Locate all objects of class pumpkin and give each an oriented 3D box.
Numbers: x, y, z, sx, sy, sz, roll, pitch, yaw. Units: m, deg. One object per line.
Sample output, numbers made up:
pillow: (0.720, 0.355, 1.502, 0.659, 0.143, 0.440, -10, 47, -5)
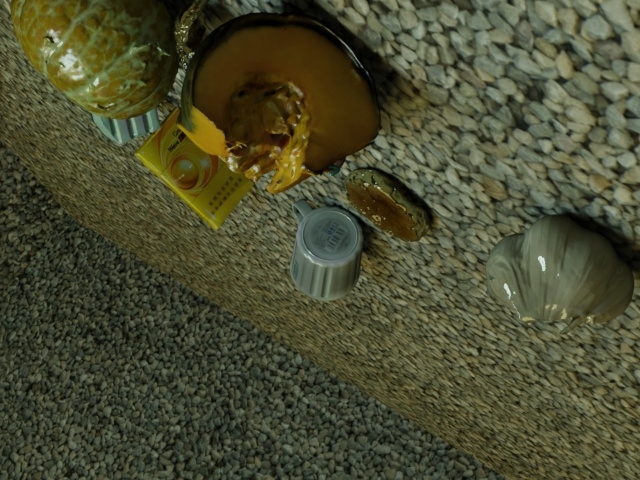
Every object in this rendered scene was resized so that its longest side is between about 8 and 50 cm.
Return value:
pumpkin: (-0.066, -0.215, 1.451, 0.303, 0.256, 0.225, 34, 160, -11)

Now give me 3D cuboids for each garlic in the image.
garlic: (0.377, 0.040, 1.437, 0.230, 0.178, 0.142, 13, 125, 12)

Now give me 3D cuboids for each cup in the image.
cup: (-0.006, 0.013, 2.085, 0.221, 0.167, 0.202, 32, 159, 10)

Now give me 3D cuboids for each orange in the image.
orange: (-0.401, -0.375, 1.674, 0.329, 0.249, 0.329, 49, -178, -3)

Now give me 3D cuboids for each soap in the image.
soap: (-0.456, -0.340, 2.051, 0.091, 0.145, 0.230, 25, 133, 44)

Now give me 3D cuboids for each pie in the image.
pie: (0.131, -0.070, 1.801, 0.195, 0.046, 0.195, 32, 161, 13)

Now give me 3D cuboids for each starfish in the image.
starfish: (-0.211, -0.356, 1.585, 0.146, 0.074, 0.189, 110, 144, -52)

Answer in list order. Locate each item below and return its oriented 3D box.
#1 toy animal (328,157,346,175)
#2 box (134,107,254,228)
toy animal: (-0.014, -0.173, 1.760, 0.103, 0.100, 0.208, 67, 162, -16)
box: (-0.297, -0.169, 2.192, 0.269, 0.152, 0.043, 46, 160, -25)
